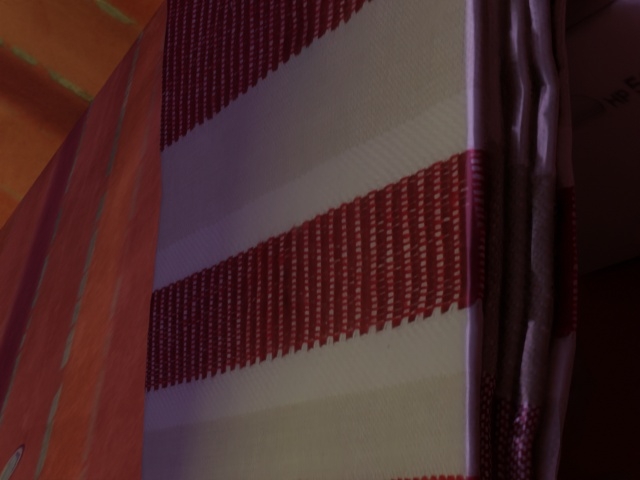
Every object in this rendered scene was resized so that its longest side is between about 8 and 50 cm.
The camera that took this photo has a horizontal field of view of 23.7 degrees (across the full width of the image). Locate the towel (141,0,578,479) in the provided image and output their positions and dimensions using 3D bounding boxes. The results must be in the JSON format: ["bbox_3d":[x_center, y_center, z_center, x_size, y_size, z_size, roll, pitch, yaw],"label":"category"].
[{"bbox_3d":[0.000,0.000,0.430,0.237,0.037,0.329,158,116,-63],"label":"towel"}]

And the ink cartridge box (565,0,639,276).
[{"bbox_3d":[0.112,-0.103,0.446,0.148,0.086,0.203,-26,35,61],"label":"ink cartridge box"}]
